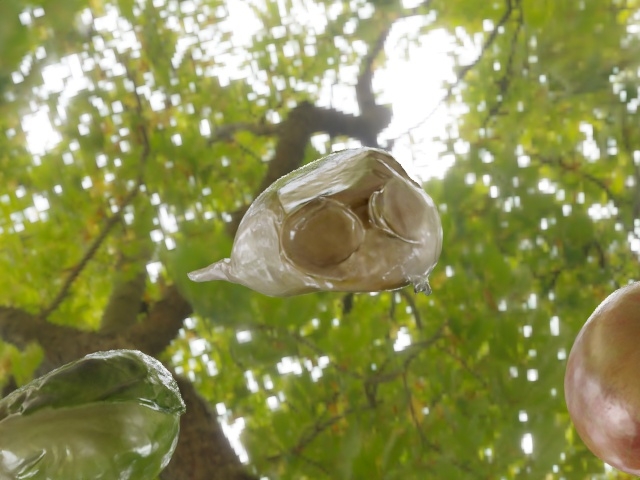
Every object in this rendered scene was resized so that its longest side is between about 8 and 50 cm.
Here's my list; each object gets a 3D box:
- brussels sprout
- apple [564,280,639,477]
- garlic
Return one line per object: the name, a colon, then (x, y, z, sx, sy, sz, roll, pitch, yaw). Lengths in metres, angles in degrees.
brussels sprout: (-0.204, 0.166, 1.132, 0.145, 0.131, 0.183, -6, -175, 37)
apple: (0.336, 0.136, 1.224, 0.209, 0.164, 0.209, 6, -136, -6)
garlic: (0.001, -0.008, 0.566, 0.084, 0.066, 0.152, -1, 179, -22)
